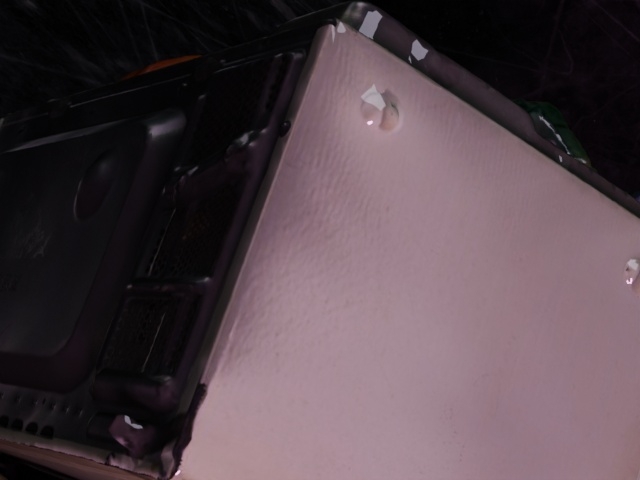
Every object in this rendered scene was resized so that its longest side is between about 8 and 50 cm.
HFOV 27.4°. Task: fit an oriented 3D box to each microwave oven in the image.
[{"bbox_3d":[-0.022,0.052,0.776,0.333,0.247,0.394,31,-18,-31],"label":"microwave oven"}]

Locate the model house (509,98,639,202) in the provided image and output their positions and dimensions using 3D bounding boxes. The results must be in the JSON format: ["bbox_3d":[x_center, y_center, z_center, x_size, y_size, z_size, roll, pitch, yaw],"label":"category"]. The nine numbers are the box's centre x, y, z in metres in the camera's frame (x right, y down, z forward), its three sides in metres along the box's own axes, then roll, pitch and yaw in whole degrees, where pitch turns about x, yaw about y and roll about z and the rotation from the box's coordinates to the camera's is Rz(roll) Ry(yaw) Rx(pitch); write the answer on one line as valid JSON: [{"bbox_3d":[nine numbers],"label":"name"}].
[{"bbox_3d":[0.239,0.055,1.254,0.400,0.395,0.445,53,12,-38],"label":"model house"}]

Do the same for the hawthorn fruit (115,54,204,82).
[{"bbox_3d":[-0.138,-0.091,1.257,0.189,0.189,0.189,39,20,-18],"label":"hawthorn fruit"}]

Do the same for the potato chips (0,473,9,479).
[{"bbox_3d":[-0.271,0.165,0.592,0.373,0.097,0.389,33,23,-12],"label":"potato chips"}]
